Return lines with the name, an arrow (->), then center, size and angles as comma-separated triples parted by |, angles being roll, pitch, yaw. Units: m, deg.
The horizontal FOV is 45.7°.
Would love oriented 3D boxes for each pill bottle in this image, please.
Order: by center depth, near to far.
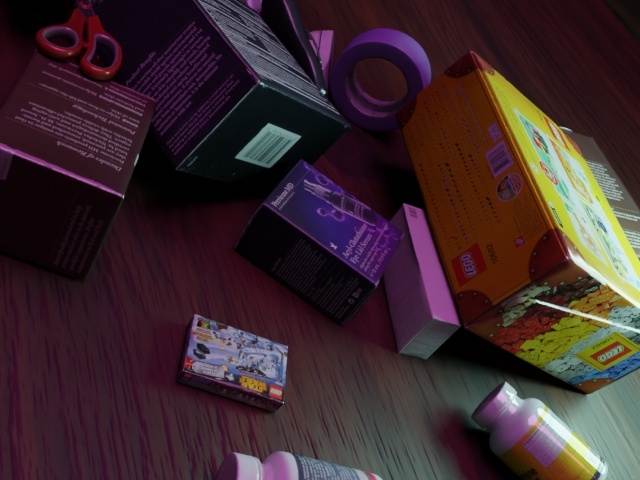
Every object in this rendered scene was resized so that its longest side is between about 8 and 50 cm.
pill bottle -> -0.024, 0.293, 0.838 | 0.180, 0.108, 0.108 | 20, 41, -20
pill bottle -> 0.310, 0.294, 1.092 | 0.184, 0.103, 0.103 | 43, 39, 9

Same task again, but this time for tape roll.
tape roll -> 0.119, -0.317, 1.504 | 0.189, 0.189, 0.080 | 34, 38, -4

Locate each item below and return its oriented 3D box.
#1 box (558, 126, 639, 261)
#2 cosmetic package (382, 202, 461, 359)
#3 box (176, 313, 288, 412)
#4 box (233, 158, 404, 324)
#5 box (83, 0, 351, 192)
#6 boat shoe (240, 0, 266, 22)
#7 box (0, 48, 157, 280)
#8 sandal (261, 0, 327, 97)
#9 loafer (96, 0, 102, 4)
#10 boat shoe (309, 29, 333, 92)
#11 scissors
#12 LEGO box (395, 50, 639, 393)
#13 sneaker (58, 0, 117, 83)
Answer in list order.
box -> 0.558, -0.068, 1.623 | 0.191, 0.143, 0.381 | 9, 47, -29
cosmetic package -> 0.152, 0.062, 1.216 | 0.060, 0.099, 0.239 | 18, 42, -26
box -> -0.110, 0.158, 0.976 | 0.137, 0.027, 0.094 | 22, 39, -17
box -> 0.000, 0.000, 1.156 | 0.207, 0.108, 0.153 | 35, 39, -2
box -> -0.153, -0.245, 1.167 | 0.294, 0.183, 0.296 | 54, 18, 20
boat shoe -> -0.099, -0.317, 1.392 | 0.109, 0.094, 0.302 | -3, 77, -34
box -> -0.328, -0.096, 0.957 | 0.167, 0.168, 0.203 | 22, 41, -18
sandal -> -0.032, -0.324, 1.318 | 0.055, 0.097, 0.254 | -11, 82, -35
loafer -> -0.276, -0.403, 1.311 | 0.096, 0.084, 0.267 | 58, 21, 20
boat shoe -> -0.027, -0.336, 1.497 | 0.088, 0.096, 0.267 | 4, 48, 5
scissors -> -0.320, -0.311, 1.059 | 0.109, 0.021, 0.297 | 17, 35, -19
LEGO box -> 0.365, -0.036, 1.328 | 0.372, 0.193, 0.500 | 29, 36, -36
sneaker -> -0.354, -0.342, 1.255 | 0.093, 0.088, 0.225 | -2, 52, -40
